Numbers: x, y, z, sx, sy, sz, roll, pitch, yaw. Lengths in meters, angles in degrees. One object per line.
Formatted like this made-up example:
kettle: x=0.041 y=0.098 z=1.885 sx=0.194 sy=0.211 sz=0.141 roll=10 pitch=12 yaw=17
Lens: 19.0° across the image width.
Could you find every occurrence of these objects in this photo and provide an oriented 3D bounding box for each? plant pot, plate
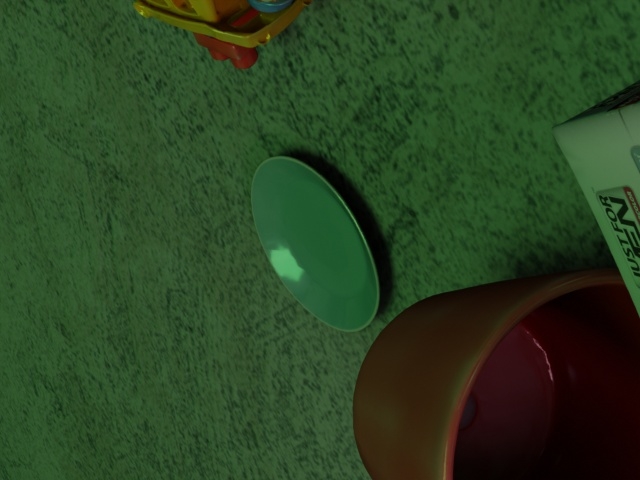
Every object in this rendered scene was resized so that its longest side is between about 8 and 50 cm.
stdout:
plant pot: x=0.159 y=0.148 z=1.503 sx=0.243 sy=0.275 sz=0.275 roll=11 pitch=126 yaw=65
plate: x=0.000 y=0.000 z=1.836 sx=0.188 sy=0.024 sz=0.188 roll=38 pitch=145 yaw=33

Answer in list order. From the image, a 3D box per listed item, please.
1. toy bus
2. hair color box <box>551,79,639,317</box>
toy bus: x=-0.080 y=-0.236 z=1.646 sx=0.220 sy=0.149 sz=0.211 roll=22 pitch=147 yaw=44
hair color box: x=0.329 y=-0.041 z=1.201 sx=0.374 sy=0.113 sz=0.185 roll=-14 pitch=104 yaw=59
